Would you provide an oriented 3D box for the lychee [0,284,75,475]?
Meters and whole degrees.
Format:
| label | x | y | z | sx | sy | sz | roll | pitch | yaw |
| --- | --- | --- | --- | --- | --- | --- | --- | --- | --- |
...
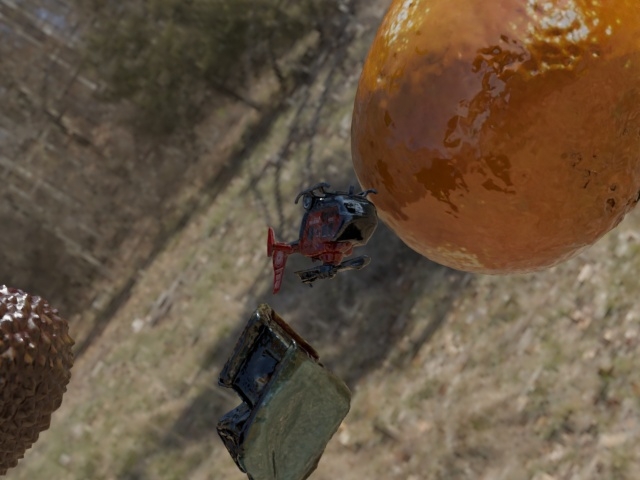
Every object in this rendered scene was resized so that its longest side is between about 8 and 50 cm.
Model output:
| label | x | y | z | sx | sy | sz | roll | pitch | yaw |
| --- | --- | --- | --- | --- | --- | --- | --- | --- | --- |
| lychee | -0.434 | 0.178 | 1.611 | 0.271 | 0.271 | 0.271 | -58 | -4 | -6 |

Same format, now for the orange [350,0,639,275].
| label | x | y | z | sx | sy | sz | roll | pitch | yaw |
| --- | --- | --- | --- | --- | --- | --- | --- | --- | --- |
| orange | 0.228 | -0.157 | 1.379 | 0.424 | 0.326 | 0.424 | -53 | -20 | -28 |

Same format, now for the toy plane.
| label | x | y | z | sx | sy | sz | roll | pitch | yaw |
| --- | --- | --- | --- | --- | --- | --- | --- | --- | --- |
| toy plane | 0.000 | 0.000 | 0.828 | 0.145 | 0.037 | 0.060 | -20 | 67 | 61 |

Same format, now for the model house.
| label | x | y | z | sx | sy | sz | roll | pitch | yaw |
| --- | --- | --- | --- | --- | --- | --- | --- | --- | --- |
| model house | -0.057 | 0.142 | 1.194 | 0.165 | 0.106 | 0.152 | -59 | 39 | 11 |
